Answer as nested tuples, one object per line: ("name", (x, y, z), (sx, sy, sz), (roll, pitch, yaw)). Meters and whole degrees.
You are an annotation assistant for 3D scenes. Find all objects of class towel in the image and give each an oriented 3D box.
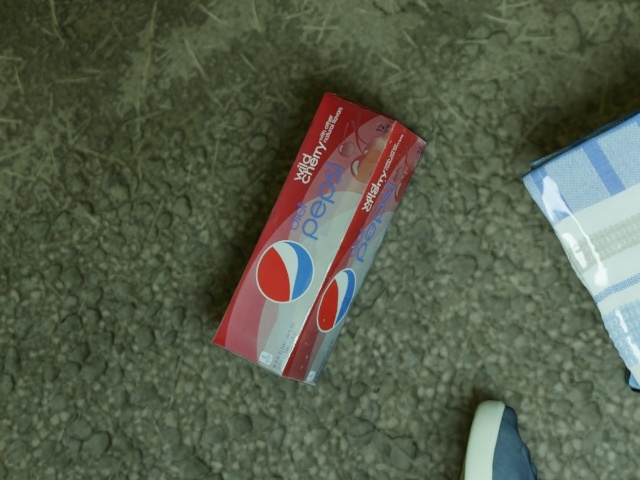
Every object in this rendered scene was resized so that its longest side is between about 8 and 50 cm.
("towel", (0.319, 0.021, 1.667), (0.209, 0.034, 0.285), (-27, 94, 30))

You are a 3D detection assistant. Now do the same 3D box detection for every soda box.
("soda box", (0.000, 0.000, 1.847), (0.083, 0.092, 0.263), (24, 89, 26))

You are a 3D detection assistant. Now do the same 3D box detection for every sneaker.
("sneaker", (0.192, 0.286, 1.661), (0.148, 0.131, 0.350), (2, 47, -1))

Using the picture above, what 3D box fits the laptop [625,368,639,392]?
("laptop", (0.454, -0.053, 1.603), (0.381, 0.408, 0.236), (11, 50, 23))
